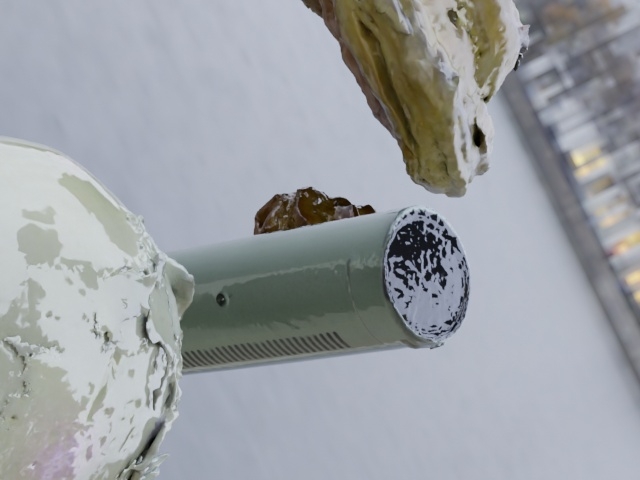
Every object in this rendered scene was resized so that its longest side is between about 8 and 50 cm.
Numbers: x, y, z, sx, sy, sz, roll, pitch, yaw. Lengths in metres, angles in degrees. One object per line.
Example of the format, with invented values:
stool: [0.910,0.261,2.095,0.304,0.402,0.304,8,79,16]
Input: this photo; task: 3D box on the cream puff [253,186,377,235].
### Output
cream puff: [0.000,0.000,1.683,0.116,0.122,0.094,177,-97,-71]

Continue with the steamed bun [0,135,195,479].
steamed bun: [-0.245,0.099,1.379,0.312,0.233,0.334,-12,115,-56]

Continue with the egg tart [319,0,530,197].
egg tart: [0.069,-0.205,1.655,0.352,0.150,0.352,63,-2,3]

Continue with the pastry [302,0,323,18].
pastry: [0.046,-0.260,1.888,0.153,0.153,0.081,63,27,-5]

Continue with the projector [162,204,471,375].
projector: [-0.042,0.048,1.568,0.108,0.337,0.108,12,73,-46]
